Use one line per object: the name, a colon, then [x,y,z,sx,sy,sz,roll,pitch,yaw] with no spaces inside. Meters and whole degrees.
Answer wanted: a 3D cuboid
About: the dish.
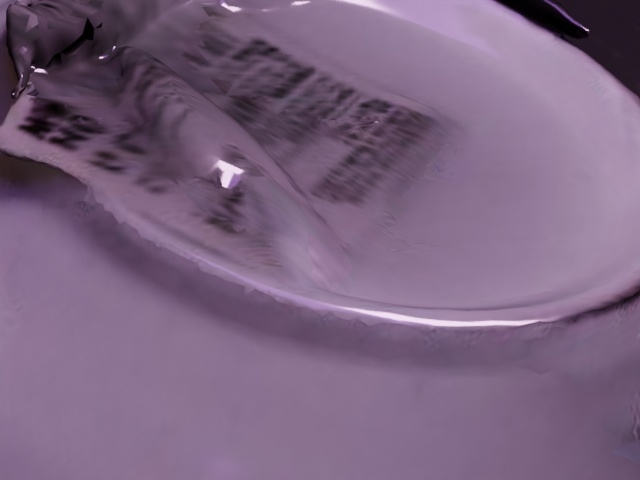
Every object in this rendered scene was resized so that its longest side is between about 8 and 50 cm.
dish: [0.000,0.000,0.446,0.316,0.106,0.316,12,36,-9]
